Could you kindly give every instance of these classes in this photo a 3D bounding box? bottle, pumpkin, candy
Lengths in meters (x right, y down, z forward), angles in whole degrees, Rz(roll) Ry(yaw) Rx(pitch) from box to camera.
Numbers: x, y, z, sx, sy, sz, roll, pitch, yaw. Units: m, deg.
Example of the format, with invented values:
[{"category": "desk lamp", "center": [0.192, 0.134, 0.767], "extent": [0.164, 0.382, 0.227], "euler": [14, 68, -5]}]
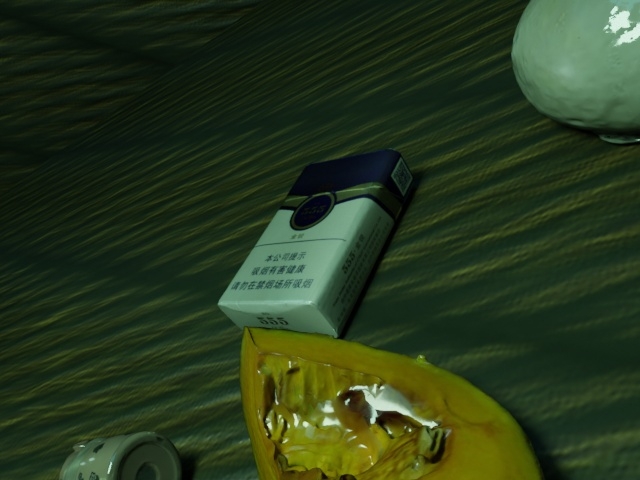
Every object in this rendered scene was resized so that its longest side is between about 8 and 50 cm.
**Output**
[{"category": "bottle", "center": [-0.226, 0.259, 0.709], "extent": [0.152, 0.099, 0.099], "euler": [-20, 35, 38]}, {"category": "pumpkin", "center": [0.051, 0.187, 0.522], "extent": [0.169, 0.148, 0.312], "euler": [-3, 27, -23]}, {"category": "candy", "center": [0.340, -0.241, 0.698], "extent": [0.295, 0.185, 0.296], "euler": [-27, 37, 23]}]

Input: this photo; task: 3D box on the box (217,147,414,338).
[{"category": "box", "center": [0.000, 0.000, 0.830], "extent": [0.168, 0.071, 0.259], "euler": [-6, 44, 41]}]
